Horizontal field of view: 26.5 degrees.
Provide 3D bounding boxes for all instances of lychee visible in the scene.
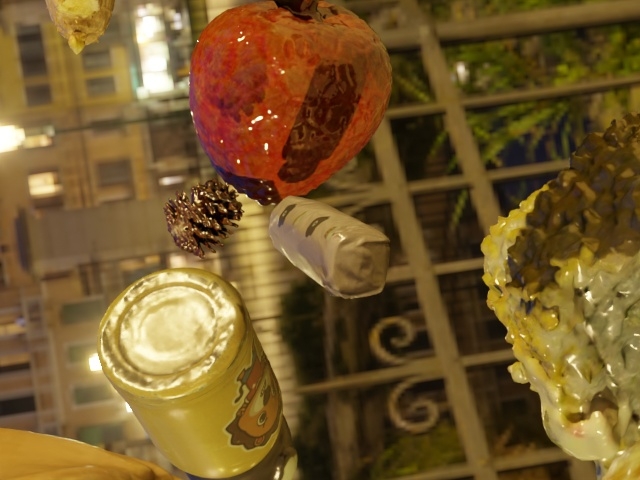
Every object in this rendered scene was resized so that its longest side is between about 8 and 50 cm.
[{"bbox_3d":[-0.034,-0.192,1.615,0.255,0.255,0.300,-108,34,-58],"label":"lychee"}]

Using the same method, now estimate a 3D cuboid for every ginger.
[{"bbox_3d":[-0.346,-0.364,1.947,0.157,0.102,0.216,110,156,-71],"label":"ginger"}]

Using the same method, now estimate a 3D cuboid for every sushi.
[{"bbox_3d":[0.368,0.080,1.469,0.396,0.351,0.240,51,-176,-28],"label":"sushi"}]

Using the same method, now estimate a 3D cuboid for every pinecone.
[{"bbox_3d":[-0.118,-0.024,1.398,0.077,0.083,0.077,57,169,17],"label":"pinecone"}]

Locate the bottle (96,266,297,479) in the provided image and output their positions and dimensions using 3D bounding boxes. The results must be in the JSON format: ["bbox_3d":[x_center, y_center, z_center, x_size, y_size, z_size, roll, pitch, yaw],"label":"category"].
[{"bbox_3d":[-0.126,0.190,1.604,0.351,0.172,0.171,68,-173,-54],"label":"bottle"}]

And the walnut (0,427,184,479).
[{"bbox_3d":[-0.197,0.307,0.865,0.383,0.384,0.383,172,90,-84],"label":"walnut"}]

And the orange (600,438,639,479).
[{"bbox_3d":[0.331,0.220,0.963,0.369,0.271,0.210,-11,94,49],"label":"orange"}]

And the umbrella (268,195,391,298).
[{"bbox_3d":[0.000,0.000,1.377,0.337,0.067,0.073,-147,74,-75],"label":"umbrella"}]
